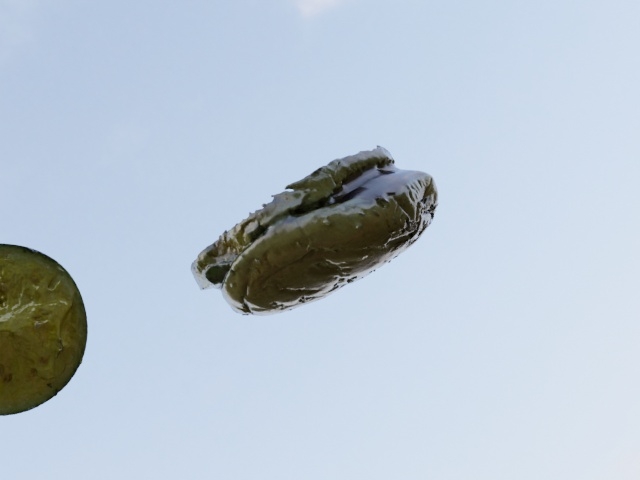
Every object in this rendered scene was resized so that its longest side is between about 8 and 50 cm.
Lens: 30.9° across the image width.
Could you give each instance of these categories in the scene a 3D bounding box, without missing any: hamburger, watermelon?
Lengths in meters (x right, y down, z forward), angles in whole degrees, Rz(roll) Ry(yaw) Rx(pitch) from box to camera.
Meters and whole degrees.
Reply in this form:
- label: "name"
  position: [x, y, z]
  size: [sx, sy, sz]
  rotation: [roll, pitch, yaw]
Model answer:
- label: "hamburger"
  position: [0.000, 0.000, 1.362]
  size: [0.285, 0.134, 0.265]
  rotation: [-36, -2, 33]
- label: "watermelon"
  position: [-0.198, 0.054, 0.716]
  size: [0.105, 0.106, 0.062]
  rotation: [-24, 6, -16]
